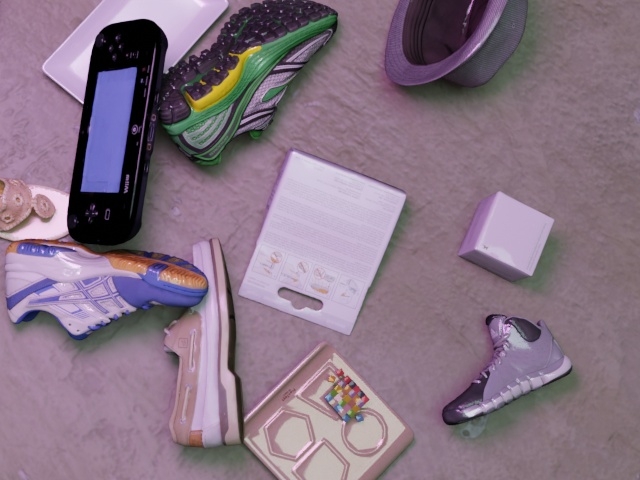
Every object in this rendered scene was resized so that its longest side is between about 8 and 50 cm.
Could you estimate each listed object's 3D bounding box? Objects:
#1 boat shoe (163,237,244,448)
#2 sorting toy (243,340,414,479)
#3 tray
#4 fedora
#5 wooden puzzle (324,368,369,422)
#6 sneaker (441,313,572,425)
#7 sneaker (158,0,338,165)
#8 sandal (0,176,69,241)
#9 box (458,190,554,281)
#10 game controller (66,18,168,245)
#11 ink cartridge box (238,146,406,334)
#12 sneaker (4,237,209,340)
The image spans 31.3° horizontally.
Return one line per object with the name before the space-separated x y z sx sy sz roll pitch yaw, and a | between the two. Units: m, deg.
boat shoe | -0.172 0.143 1.625 0.103 0.113 0.302 -6 71 2
sorting toy | 0.007 0.283 1.682 0.193 0.038 0.208 -44 96 -14
tray | -0.276 -0.305 1.717 0.145 0.030 0.270 40 77 -2
fedora | 0.225 -0.333 1.745 0.124 0.244 0.275 27 66 -35
wooden puzzle | 0.038 0.231 1.670 0.049 0.006 0.083 -43 95 -14
sneaker | 0.259 0.184 1.726 0.229 0.086 0.132 -21 81 -23
sneaker | -0.103 -0.246 1.708 0.343 0.134 0.146 -41 134 -23
sandal | -0.459 -0.051 1.618 0.240 0.079 0.088 9 80 -10
box | 0.283 -0.005 1.748 0.102 0.087 0.101 26 78 -6
game controller | -0.286 -0.151 1.602 0.067 0.166 0.319 10 86 -34
ink cartridge box | 0.000 0.000 1.724 0.189 0.066 0.232 21 99 -7
sneaker | -0.300 0.077 1.602 0.296 0.112 0.131 7 96 14
